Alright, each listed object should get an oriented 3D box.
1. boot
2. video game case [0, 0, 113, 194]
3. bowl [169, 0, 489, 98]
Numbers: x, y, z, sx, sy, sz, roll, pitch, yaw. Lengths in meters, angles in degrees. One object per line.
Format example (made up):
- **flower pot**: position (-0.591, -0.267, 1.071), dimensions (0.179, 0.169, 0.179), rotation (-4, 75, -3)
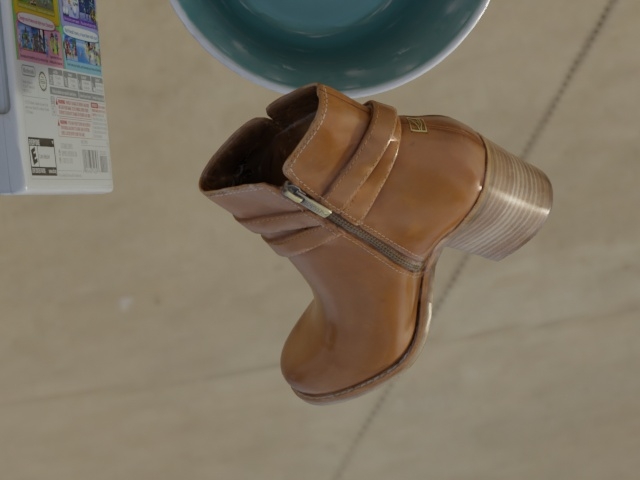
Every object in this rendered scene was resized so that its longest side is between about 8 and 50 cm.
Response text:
- **boot**: position (0.000, 0.000, 0.965), dimensions (0.152, 0.073, 0.197), rotation (19, 128, -35)
- **video game case**: position (-0.183, -0.127, 1.295), dimensions (0.023, 0.193, 0.212), rotation (-5, -179, 9)
- **bowl**: position (0.003, -0.278, 1.746), dimensions (0.312, 0.311, 0.163), rotation (-10, -177, -4)
